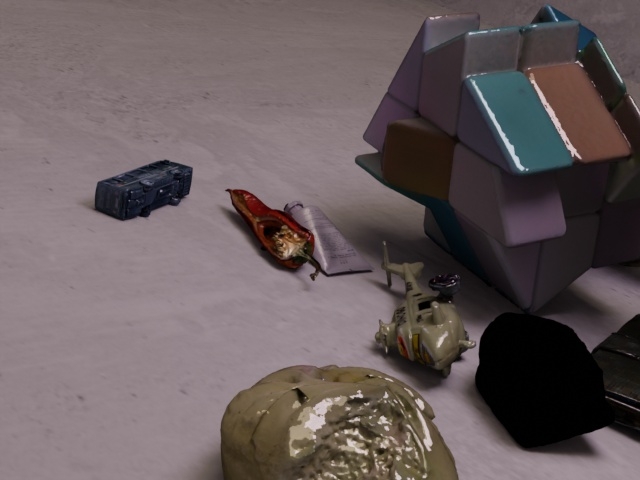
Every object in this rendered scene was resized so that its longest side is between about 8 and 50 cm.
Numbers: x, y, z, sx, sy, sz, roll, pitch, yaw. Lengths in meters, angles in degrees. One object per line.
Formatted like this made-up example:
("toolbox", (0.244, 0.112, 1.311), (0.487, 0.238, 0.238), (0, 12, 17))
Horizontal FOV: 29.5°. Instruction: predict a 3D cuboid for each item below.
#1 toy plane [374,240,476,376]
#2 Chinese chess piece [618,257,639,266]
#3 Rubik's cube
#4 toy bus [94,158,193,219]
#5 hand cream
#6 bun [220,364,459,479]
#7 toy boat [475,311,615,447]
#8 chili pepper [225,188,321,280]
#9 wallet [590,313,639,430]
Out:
("toy plane", (0.113, 0.078, 1.418), (0.108, 0.092, 0.286), (-11, 22, 4))
("Chinese chess piece", (0.448, -0.078, 1.825), (0.103, 0.250, 0.250), (-41, 49, -23))
("Rubik's cube", (0.264, -0.120, 1.603), (0.358, 0.368, 0.387), (-12, 31, -27))
("toy bus", (-0.233, -0.070, 1.619), (0.065, 0.047, 0.166), (17, 20, 20))
("hand cream", (0.000, 0.000, 1.605), (0.084, 0.053, 0.142), (-6, 43, -42))
("bun", (0.021, 0.173, 1.031), (0.210, 0.116, 0.237), (2, 22, -30))
("toy boat", (0.228, 0.137, 1.302), (0.116, 0.061, 0.188), (-13, 27, -10))
("chili pepper", (-0.058, -0.010, 1.582), (0.050, 0.059, 0.268), (43, -3, -36))
("wallet", (0.407, 0.160, 1.440), (0.169, 0.044, 0.317), (23, 20, 25))
